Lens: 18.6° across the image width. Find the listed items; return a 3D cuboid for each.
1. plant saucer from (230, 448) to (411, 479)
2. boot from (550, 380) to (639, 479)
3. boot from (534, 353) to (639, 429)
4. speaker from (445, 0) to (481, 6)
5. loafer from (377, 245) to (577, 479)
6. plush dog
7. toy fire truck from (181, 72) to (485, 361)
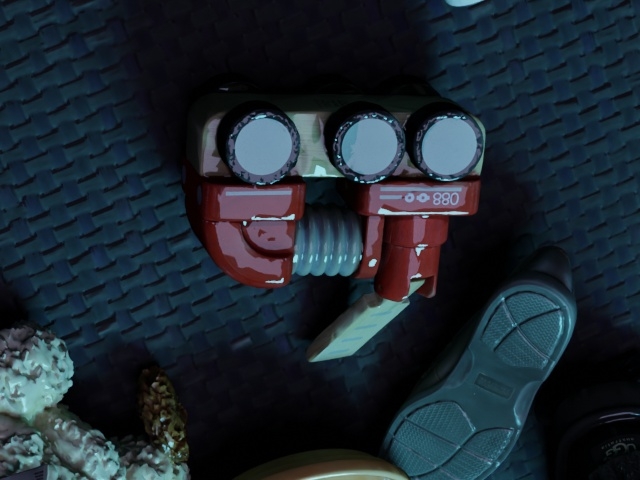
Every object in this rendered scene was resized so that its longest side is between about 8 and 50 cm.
[{"bbox_3d":[-0.019,0.227,1.626,0.200,0.037,0.200,-14,150,-8],"label":"plant saucer"},{"bbox_3d":[0.279,0.316,1.650,0.131,0.260,0.348,-18,134,6],"label":"boot"},{"bbox_3d":[0.255,0.158,1.708,0.121,0.045,0.099,-24,127,0],"label":"boot"},{"bbox_3d":[0.089,-0.241,1.434,0.055,0.055,0.136,-30,122,1],"label":"speaker"},{"bbox_3d":[0.137,0.114,1.623,0.096,0.084,0.267,31,125,-3],"label":"loafer"},{"bbox_3d":[-0.195,0.214,1.540,0.225,0.210,0.262,3,122,-48],"label":"plush dog"},{"bbox_3d":[0.000,0.000,1.503,0.217,0.158,0.246,-1,107,-16],"label":"toy fire truck"}]
